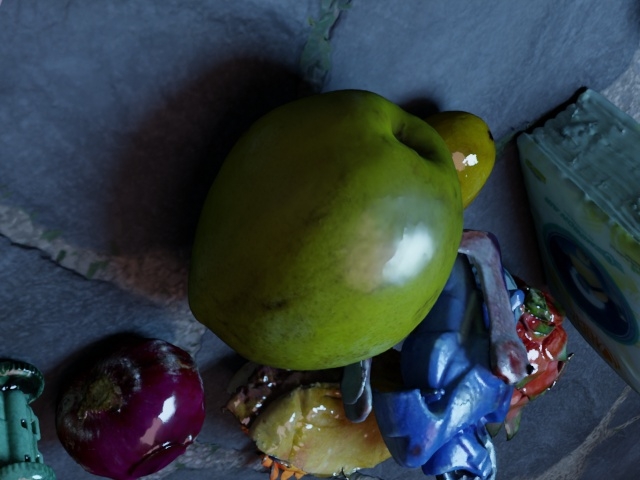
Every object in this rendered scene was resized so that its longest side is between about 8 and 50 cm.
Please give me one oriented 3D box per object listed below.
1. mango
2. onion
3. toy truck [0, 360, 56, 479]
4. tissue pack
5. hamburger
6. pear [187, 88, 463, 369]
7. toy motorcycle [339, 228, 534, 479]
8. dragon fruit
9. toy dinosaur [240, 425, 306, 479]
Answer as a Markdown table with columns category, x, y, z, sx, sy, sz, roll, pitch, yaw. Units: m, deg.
| category | x | y | z | sx | sy | sz | roll | pitch | yaw |
| --- | --- | --- | --- | --- | --- | --- | --- | --- | --- |
| mango | 0.115 | -0.058 | 0.878 | 0.136 | 0.099 | 0.227 | 13 | 125 | -46 |
| onion | -0.196 | 0.211 | 0.860 | 0.173 | 0.135 | 0.198 | -42 | 140 | 7 |
| toy truck | -0.379 | 0.174 | 0.691 | 0.156 | 0.155 | 0.279 | -31 | 139 | 4 |
| tissue pack | 0.425 | 0.022 | 1.025 | 0.162 | 0.287 | 0.388 | -31 | 137 | 0 |
| hamburger | 0.023 | 0.218 | 1.007 | 0.245 | 0.155 | 0.282 | -37 | 134 | -7 |
| pear | 0.000 | 0.000 | 0.740 | 0.253 | 0.253 | 0.307 | 20 | 121 | -44 |
| toy motorcycle | 0.138 | 0.147 | 0.929 | 0.241 | 0.319 | 0.182 | 15 | 158 | -2 |
| dragon fruit | 0.272 | 0.169 | 1.116 | 0.192 | 0.193 | 0.274 | -40 | 149 | -45 |
| toy dinosaur | -0.029 | 0.326 | 1.130 | 0.117 | 0.070 | 0.288 | -41 | 135 | 18 |
